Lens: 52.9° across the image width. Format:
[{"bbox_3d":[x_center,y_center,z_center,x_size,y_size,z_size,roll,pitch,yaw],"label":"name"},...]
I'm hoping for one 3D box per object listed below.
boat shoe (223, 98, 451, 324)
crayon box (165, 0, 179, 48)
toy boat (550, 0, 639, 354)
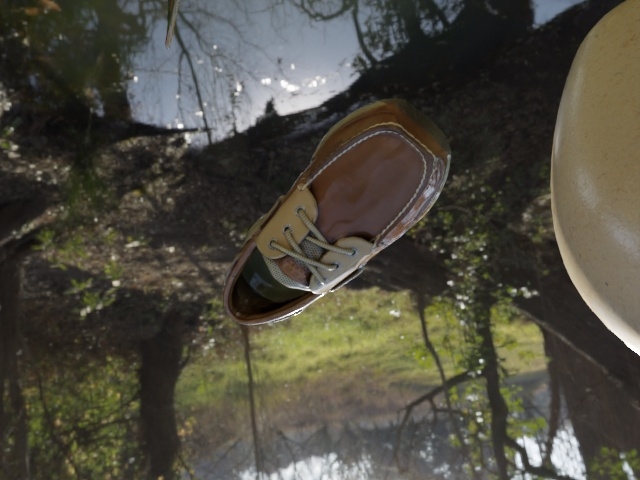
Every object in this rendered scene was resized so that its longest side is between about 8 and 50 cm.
[{"bbox_3d":[0.000,0.000,0.624,0.324,0.123,0.120,-45,-171,49],"label":"boat shoe"},{"bbox_3d":[-0.117,-0.306,0.396,0.081,0.318,0.202,3,146,-23],"label":"crayon box"},{"bbox_3d":[0.275,-0.036,0.297,0.318,0.267,0.148,-8,138,31],"label":"toy boat"}]
